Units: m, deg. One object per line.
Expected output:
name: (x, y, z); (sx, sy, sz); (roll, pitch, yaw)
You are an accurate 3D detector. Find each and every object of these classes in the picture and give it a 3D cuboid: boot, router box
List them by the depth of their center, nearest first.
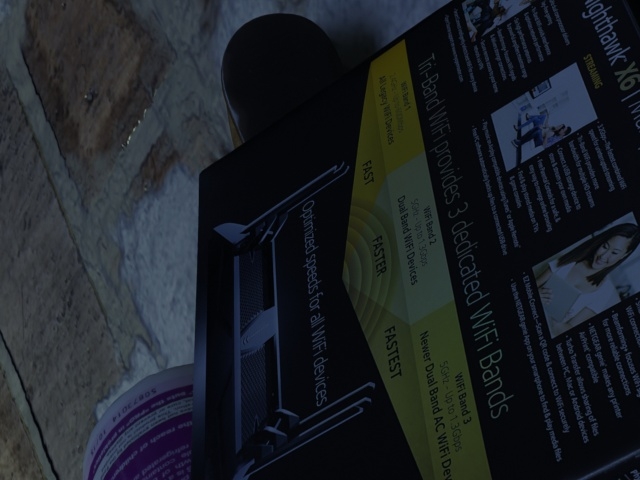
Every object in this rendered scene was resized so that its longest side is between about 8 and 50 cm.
router box: (0.060, 0.023, 0.564); (0.243, 0.081, 0.308); (-32, 35, 22)
boot: (0.000, 0.000, 0.915); (0.115, 0.112, 0.305); (-174, 72, -82)

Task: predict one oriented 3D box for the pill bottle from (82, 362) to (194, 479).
pill bottle: (-0.054, 0.216, 0.841); (0.301, 0.169, 0.169); (-125, 41, -62)
